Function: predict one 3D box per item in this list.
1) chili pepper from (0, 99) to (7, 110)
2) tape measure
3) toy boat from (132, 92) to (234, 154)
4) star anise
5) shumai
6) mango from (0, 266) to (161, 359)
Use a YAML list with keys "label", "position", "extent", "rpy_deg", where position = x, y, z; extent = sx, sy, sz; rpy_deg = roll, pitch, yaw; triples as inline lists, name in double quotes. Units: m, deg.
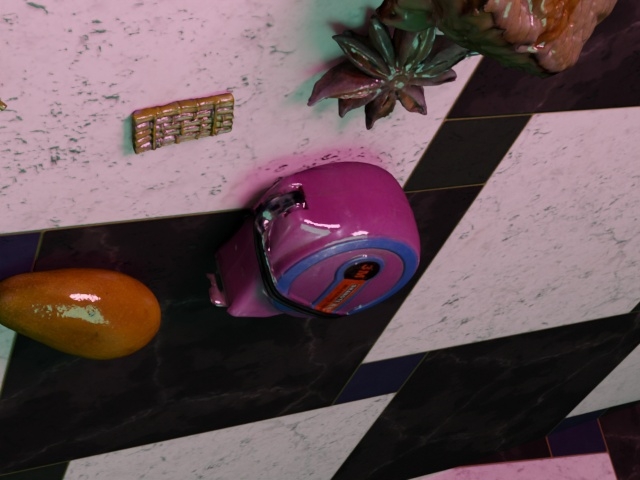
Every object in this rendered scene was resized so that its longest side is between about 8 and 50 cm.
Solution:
- label: "chili pepper"
  position: [-0.395, -0.128, 1.043]
  extent: [0.208, 0.043, 0.049]
  rpy_deg: [-9, -175, -19]
- label: "tape measure"
  position: [0.000, 0.000, 1.457]
  extent: [0.245, 0.149, 0.231]
  rpy_deg: [5, 142, -32]
- label: "toy boat"
  position: [-0.151, -0.129, 1.249]
  extent: [0.115, 0.016, 0.063]
  rpy_deg: [-15, 149, -18]
- label: "star anise"
  position: [0.076, -0.199, 1.267]
  extent: [0.182, 0.065, 0.195]
  rpy_deg: [4, 144, -34]
- label: "shumai"
  position: [0.162, -0.273, 1.090]
  extent: [0.256, 0.218, 0.189]
  rpy_deg: [24, 91, -55]
- label: "mango"
  position: [-0.300, 0.088, 1.415]
  extent: [0.227, 0.099, 0.136]
  rpy_deg: [15, 139, -38]
